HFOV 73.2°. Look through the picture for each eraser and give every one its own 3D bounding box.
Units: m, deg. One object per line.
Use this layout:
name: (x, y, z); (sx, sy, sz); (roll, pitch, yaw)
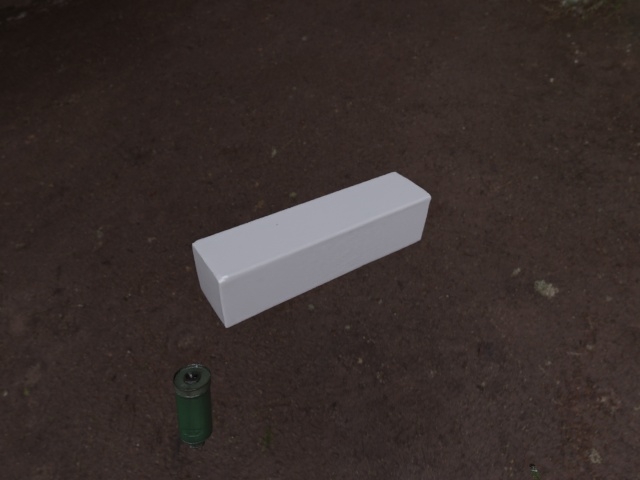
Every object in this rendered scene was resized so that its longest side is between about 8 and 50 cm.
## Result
eraser: (0.000, 0.000, 0.541); (0.298, 0.078, 0.076); (-22, 46, -26)

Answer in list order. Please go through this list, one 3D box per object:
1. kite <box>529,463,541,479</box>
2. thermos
kite: (0.119, 0.146, 0.192); (0.044, 0.002, 0.078); (13, 52, -1)
thermos: (-0.264, 0.351, 0.895); (0.073, 0.187, 0.083); (-15, 31, -37)
